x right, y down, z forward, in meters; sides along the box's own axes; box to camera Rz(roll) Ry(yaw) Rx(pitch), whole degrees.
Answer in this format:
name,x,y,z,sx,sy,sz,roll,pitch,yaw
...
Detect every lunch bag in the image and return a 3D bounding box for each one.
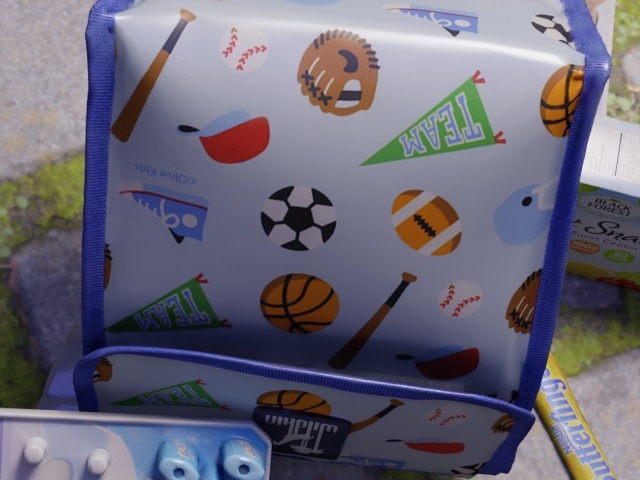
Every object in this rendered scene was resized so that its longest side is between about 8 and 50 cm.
name,x,y,z,sx,sy,sz,roll,pitch,yaw
lunch bag,0.000,0.000,1.029,0.328,0.385,0.239,7,32,-2

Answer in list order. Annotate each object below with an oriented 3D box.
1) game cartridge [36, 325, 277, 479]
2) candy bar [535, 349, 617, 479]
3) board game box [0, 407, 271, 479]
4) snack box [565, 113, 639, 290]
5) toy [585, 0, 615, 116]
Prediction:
name,x,y,z,sx,sy,sz,roll,pitch,yaw
game cartridge,-0.134,0.215,1.144,0.198,0.062,0.297,6,71,-10
candy bar,0.205,0.151,1.230,0.040,0.018,0.161,-22,75,-14
board game box,-0.239,0.305,0.999,0.390,0.050,0.390,3,102,-7
snack box,0.219,-0.033,1.210,0.207,0.174,0.070,13,67,-4
toy,0.191,-0.170,1.283,0.137,0.056,0.237,5,87,-6
